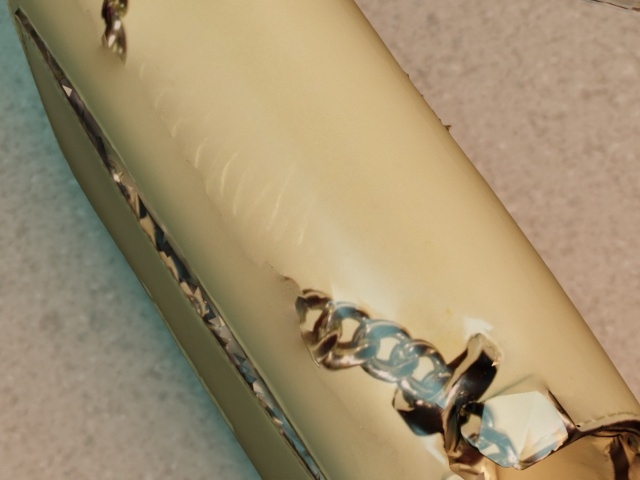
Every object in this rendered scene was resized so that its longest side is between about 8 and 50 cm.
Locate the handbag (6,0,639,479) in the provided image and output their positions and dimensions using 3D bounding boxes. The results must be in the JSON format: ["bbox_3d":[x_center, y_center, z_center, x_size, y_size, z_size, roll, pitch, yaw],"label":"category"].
[{"bbox_3d":[0.000,0.000,0.904,0.160,0.236,0.358,-32,66,-5],"label":"handbag"}]
